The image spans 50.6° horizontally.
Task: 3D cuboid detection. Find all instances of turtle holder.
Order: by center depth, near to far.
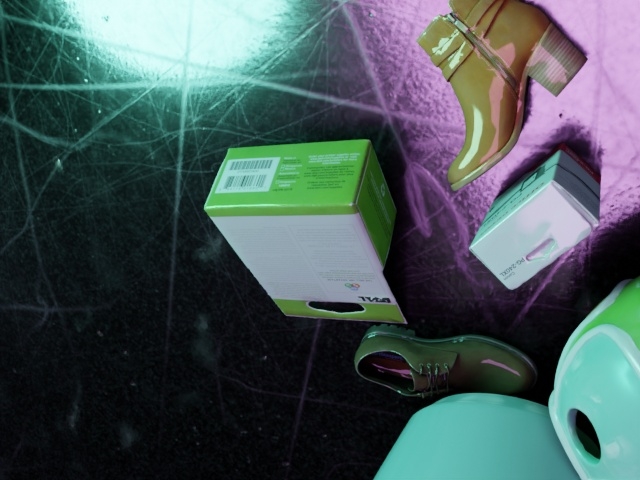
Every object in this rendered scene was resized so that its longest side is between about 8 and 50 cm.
[{"bbox_3d":[0.376,0.184,0.656,0.227,0.243,0.320,-42,79,32],"label":"turtle holder"}]

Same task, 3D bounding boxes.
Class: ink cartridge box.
[{"bbox_3d":[0.225,-0.028,0.698,0.063,0.150,0.109,46,121,1],"label":"ink cartridge box"},{"bbox_3d":[0.000,0.000,0.851,0.189,0.097,0.255,0,145,23],"label":"ink cartridge box"}]

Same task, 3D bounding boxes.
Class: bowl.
[{"bbox_3d":[0.203,0.288,0.790,0.312,0.163,0.311,11,147,7],"label":"bowl"}]

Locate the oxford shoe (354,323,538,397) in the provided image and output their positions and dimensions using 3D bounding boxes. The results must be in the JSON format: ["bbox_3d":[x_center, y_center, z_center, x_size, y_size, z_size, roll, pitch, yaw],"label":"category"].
[{"bbox_3d":[0.151,0.167,0.843,0.228,0.096,0.082,2,110,21],"label":"oxford shoe"}]

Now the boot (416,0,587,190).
[{"bbox_3d":[0.159,-0.165,0.720,0.152,0.073,0.197,39,108,4],"label":"boot"}]
